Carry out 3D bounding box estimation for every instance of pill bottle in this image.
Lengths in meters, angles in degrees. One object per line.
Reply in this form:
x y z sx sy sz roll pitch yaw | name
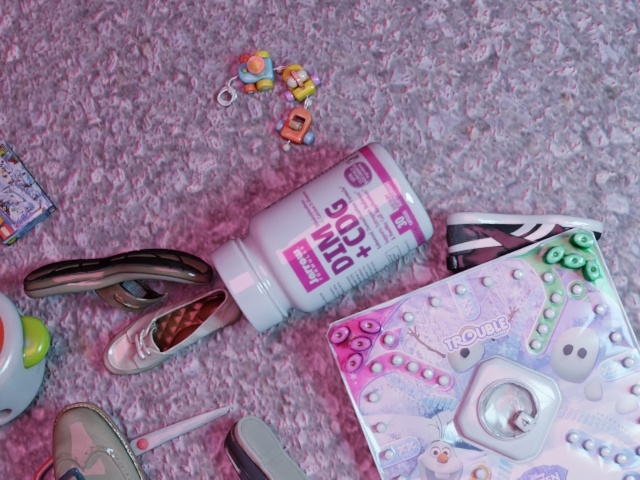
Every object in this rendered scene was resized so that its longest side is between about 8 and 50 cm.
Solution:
0.000 0.000 1.727 0.283 0.160 0.160 -32 75 -1 | pill bottle

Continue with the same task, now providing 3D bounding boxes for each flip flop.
-0.288 0.066 1.786 0.277 0.112 0.080 -7 102 3 | flip flop

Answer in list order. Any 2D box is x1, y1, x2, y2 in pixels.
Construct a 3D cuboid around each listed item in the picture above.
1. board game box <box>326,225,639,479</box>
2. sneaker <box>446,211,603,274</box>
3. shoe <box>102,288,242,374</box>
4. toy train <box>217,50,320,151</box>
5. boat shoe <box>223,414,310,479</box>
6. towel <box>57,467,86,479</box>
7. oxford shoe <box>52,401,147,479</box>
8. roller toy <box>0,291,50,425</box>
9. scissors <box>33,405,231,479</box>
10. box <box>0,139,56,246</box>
0.252 0.227 1.662 0.390 0.050 0.390 -22 86 3 | board game box
0.284 0.024 1.737 0.217 0.079 0.121 2 88 8 | sneaker
-0.218 0.125 1.778 0.219 0.058 0.076 -27 75 0 | shoe
-0.070 -0.215 1.845 0.166 0.046 0.125 29 82 12 | toy train
-0.064 0.341 1.720 0.065 0.075 0.206 -42 77 41 | boat shoe
-0.361 0.511 1.608 0.370 0.040 0.271 -45 80 14 | towel
-0.293 0.386 1.676 0.123 0.130 0.348 -19 82 2 | oxford shoe
-0.497 0.166 1.759 0.209 0.146 0.191 30 73 19 | roller toy
-0.273 0.290 1.766 0.297 0.021 0.109 -38 74 -1 | scissors
-0.475 -0.072 1.872 0.094 0.027 0.137 -38 75 -4 | box
